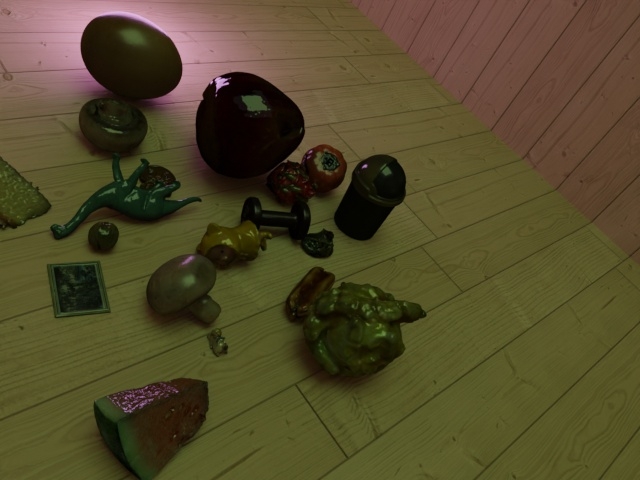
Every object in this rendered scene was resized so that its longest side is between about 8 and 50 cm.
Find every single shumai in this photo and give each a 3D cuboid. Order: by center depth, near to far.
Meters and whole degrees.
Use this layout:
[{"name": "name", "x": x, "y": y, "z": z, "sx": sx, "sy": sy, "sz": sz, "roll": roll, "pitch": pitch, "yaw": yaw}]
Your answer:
[{"name": "shumai", "x": 0.000, "y": 0.001, "z": 2.039, "sx": 0.124, "sy": 0.087, "sz": 0.098, "roll": 5, "pitch": 48, "yaw": -24}]

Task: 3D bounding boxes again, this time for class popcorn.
[{"name": "popcorn", "x": 0.114, "y": 0.265, "z": 1.695, "sx": 0.336, "sy": 0.278, "sz": 0.274, "roll": 18, "pitch": 2, "yaw": -11}]

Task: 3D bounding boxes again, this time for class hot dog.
[{"name": "hot dog", "x": -0.034, "y": 0.169, "z": 1.865, "sx": 0.100, "sy": 0.068, "sz": 0.249, "roll": 25, "pitch": 37, "yaw": 15}]

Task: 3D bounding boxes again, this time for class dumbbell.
[{"name": "dumbbell", "x": -0.154, "y": -0.074, "z": 1.987, "sx": 0.226, "sy": 0.140, "sz": 0.124, "roll": 5, "pitch": 31, "yaw": -27}]

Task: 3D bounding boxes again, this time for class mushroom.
[{"name": "mushroom", "x": -0.383, "y": 0.136, "z": 1.636, "sx": 0.207, "sy": 0.209, "sz": 0.206, "roll": -10, "pitch": 54, "yaw": 14}, {"name": "mushroom", "x": -0.706, "y": -0.408, "z": 1.978, "sx": 0.227, "sy": 0.178, "sz": 0.226, "roll": 24, "pitch": 35, "yaw": -18}]

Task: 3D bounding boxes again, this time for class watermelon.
[{"name": "watermelon", "x": -0.380, "y": 0.419, "z": 1.364, "sx": 0.140, "sy": 0.192, "sz": 0.257, "roll": 20, "pitch": 34, "yaw": 40}]

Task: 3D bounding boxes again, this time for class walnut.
[{"name": "walnut", "x": -0.638, "y": -0.013, "z": 1.692, "sx": 0.092, "sy": 0.092, "sz": 0.092, "roll": 16, "pitch": 43, "yaw": -15}]

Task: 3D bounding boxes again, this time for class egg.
[{"name": "egg", "x": -0.704, "y": -0.687, "z": 2.163, "sx": 0.374, "sy": 0.301, "sz": 0.300, "roll": 21, "pitch": 41, "yaw": -18}]

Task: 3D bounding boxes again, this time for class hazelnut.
[{"name": "hazelnut", "x": -0.269, "y": -0.400, "z": 2.069, "sx": 0.403, "sy": 0.401, "sz": 0.429, "roll": 4, "pitch": 10, "yaw": -27}]

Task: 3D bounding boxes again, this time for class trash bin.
[{"name": "trash bin", "x": 0.193, "y": -0.168, "z": 2.133, "sx": 0.214, "sy": 0.333, "sz": 0.214, "roll": 16, "pitch": 41, "yaw": -15}]

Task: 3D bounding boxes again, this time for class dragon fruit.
[{"name": "dragon fruit", "x": -0.106, "y": -0.208, "z": 2.155, "sx": 0.172, "sy": 0.160, "sz": 0.166, "roll": 46, "pitch": 5, "yaw": -4}]

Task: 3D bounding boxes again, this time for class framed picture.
[{"name": "framed picture", "x": -0.666, "y": 0.129, "z": 1.586, "sx": 0.142, "sy": 0.011, "sz": 0.183, "roll": -3, "pitch": 50, "yaw": -32}]

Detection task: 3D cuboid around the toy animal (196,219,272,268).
[{"name": "toy animal", "x": -0.271, "y": 0.005, "z": 1.835, "sx": 0.230, "sy": 0.156, "sz": 0.156, "roll": -1, "pitch": 50, "yaw": -33}]

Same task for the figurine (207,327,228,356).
[{"name": "figurine", "x": -0.286, "y": 0.280, "z": 1.624, "sx": 0.047, "sy": 0.050, "sz": 0.083, "roll": -13, "pitch": 56, "yaw": -45}]

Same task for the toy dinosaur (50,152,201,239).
[{"name": "toy dinosaur", "x": -0.593, "y": -0.078, "z": 1.802, "sx": 0.384, "sy": 0.129, "sz": 0.330, "roll": 32, "pitch": 69, "yaw": -31}]

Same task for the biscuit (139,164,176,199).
[{"name": "biscuit", "x": -0.557, "y": -0.198, "z": 1.965, "sx": 0.124, "sy": 0.026, "sz": 0.175, "roll": 9, "pitch": 45, "yaw": -21}]

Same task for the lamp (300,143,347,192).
[{"name": "lamp", "x": 0.007, "y": -0.279, "z": 2.272, "sx": 0.188, "sy": 0.164, "sz": 0.187, "roll": 7, "pitch": 69, "yaw": -18}]

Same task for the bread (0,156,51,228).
[{"name": "bread", "x": -1.007, "y": -0.170, "z": 1.542, "sx": 0.405, "sy": 0.242, "sz": 0.345, "roll": 27, "pitch": 44, "yaw": 2}]

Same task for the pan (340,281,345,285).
[{"name": "pan", "x": 0.129, "y": 0.229, "z": 1.917, "sx": 0.115, "sy": 0.040, "sz": 0.212, "roll": -27, "pitch": 73, "yaw": -43}]
